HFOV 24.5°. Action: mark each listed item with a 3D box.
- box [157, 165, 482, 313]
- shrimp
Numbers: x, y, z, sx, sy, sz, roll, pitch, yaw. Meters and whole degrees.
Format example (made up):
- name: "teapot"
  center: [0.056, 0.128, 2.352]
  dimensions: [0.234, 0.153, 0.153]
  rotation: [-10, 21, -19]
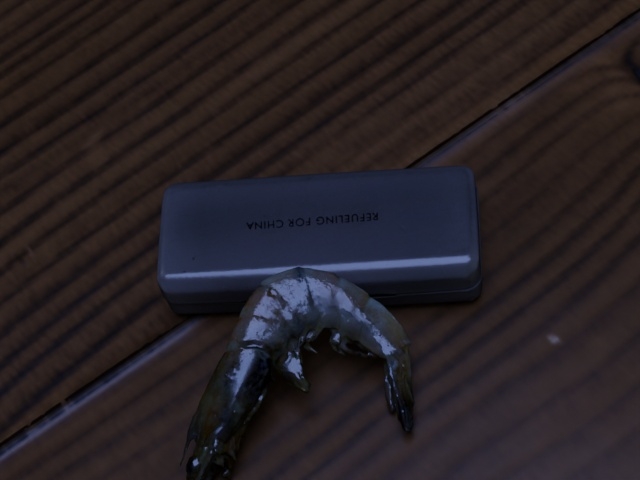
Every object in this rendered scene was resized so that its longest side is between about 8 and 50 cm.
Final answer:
- name: "box"
  center: [0.000, 0.000, 1.126]
  dimensions: [0.244, 0.055, 0.103]
  rotation: [-3, 58, 7]
- name: "shrimp"
  center: [-0.010, 0.121, 1.059]
  dimensions: [0.148, 0.035, 0.195]
  rotation: [27, 82, 0]
